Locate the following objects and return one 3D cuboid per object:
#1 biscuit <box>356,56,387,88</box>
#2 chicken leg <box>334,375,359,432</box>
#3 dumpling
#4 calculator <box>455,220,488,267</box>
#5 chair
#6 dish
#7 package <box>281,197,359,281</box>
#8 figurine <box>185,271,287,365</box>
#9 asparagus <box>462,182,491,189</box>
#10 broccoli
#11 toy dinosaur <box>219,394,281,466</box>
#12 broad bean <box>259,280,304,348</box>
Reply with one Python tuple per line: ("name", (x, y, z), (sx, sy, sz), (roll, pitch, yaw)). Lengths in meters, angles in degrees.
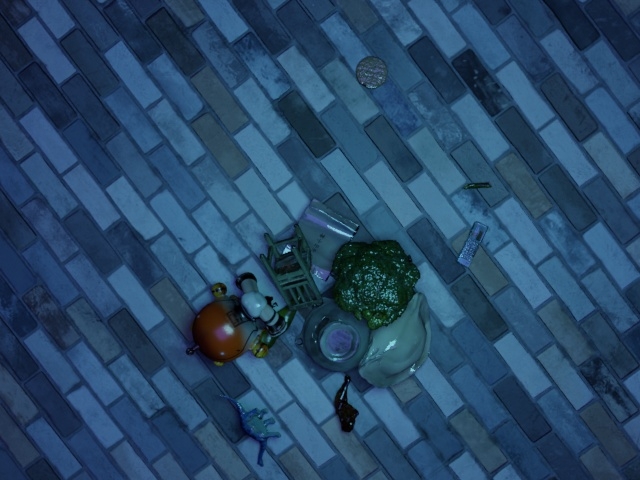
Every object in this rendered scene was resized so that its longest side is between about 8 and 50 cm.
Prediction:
("biscuit", (0.188, -0.614, 1.725), (0.120, 0.015, 0.120), (0, 91, 1))
("chicken leg", (0.092, 0.608, 1.744), (0.093, 0.053, 0.204), (-14, 99, -22))
("dumpling", (0.291, 0.367, 1.680), (0.182, 0.341, 0.260), (-9, 130, 38))
("calculator", (0.557, 0.014, 1.736), (0.057, 0.018, 0.171), (27, 90, -1))
("chair", (-0.095, 0.096, 1.671), (0.137, 0.147, 0.270), (-17, 125, 13))
("dish", (0.065, 0.353, 1.702), (0.304, 0.120, 0.302), (0, 92, 0))
("package", (0.000, 0.000, 1.729), (0.204, 0.062, 0.250), (31, 105, 0))
("figurine", (-0.313, 0.294, 1.661), (0.323, 0.196, 0.320), (-40, 77, 6))
("asparagus", (0.572, -0.199, 1.725), (0.109, 0.025, 0.021), (-4, 101, 1))
("broccoli", (0.174, 0.148, 1.614), (0.304, 0.283, 0.321), (19, 58, 16))
("toy dinosaur", (-0.234, 0.679, 1.739), (0.145, 0.076, 0.328), (-25, 101, 8))
("broad bean", (-0.144, 0.276, 1.738), (0.098, 0.056, 0.317), (23, 86, 11))
